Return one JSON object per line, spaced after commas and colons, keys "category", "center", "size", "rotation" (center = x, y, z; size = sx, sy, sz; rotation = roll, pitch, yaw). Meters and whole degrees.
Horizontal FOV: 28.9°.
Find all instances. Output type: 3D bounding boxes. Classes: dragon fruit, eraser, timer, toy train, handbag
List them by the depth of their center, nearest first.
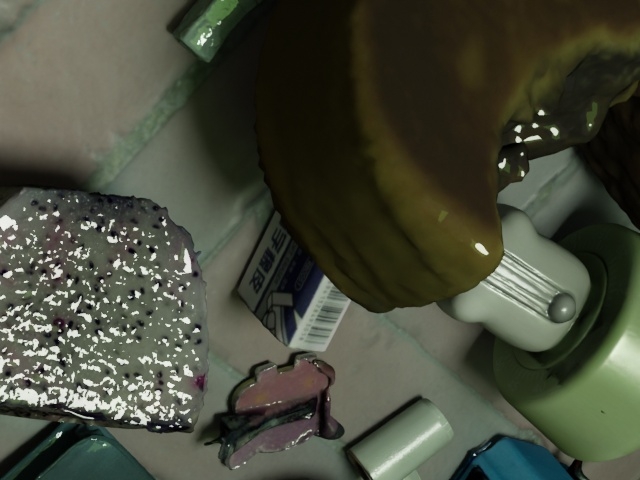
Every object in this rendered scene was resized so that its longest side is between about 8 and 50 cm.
{"category": "dragon fruit", "center": [-0.255, 0.063, 1.164], "size": [0.283, 0.204, 0.221], "rotation": [12, 83, -31]}
{"category": "eraser", "center": [0.000, 0.000, 1.327], "size": [0.068, 0.124, 0.210], "rotation": [13, 111, -38]}
{"category": "handbag", "center": [-0.266, 0.312, 1.390], "size": [0.179, 0.062, 0.229], "rotation": [-43, 134, -13]}
{"category": "timer", "center": [0.266, 0.071, 1.496], "size": [0.315, 0.291, 0.291], "rotation": [32, 101, -19]}
{"category": "toy train", "center": [0.281, 0.441, 1.778], "size": [0.265, 0.188, 0.300], "rotation": [21, 108, -36]}

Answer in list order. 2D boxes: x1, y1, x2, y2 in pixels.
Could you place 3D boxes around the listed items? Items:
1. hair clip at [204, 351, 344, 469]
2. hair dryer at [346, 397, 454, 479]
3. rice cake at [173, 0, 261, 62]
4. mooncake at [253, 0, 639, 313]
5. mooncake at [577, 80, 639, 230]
{"category": "hair clip", "center": [-0.055, 0.208, 1.490], "size": [0.187, 0.056, 0.146], "rotation": [-21, 129, -32]}
{"category": "hair dryer", "center": [0.129, 0.321, 1.672], "size": [0.131, 0.073, 0.236], "rotation": [-34, 135, -11]}
{"category": "rice cake", "center": [-0.042, -0.269, 1.171], "size": [0.245, 0.042, 0.045], "rotation": [-45, 118, 2]}
{"category": "mooncake", "center": [0.139, -0.129, 1.164], "size": [0.394, 0.246, 0.393], "rotation": [5, 76, -31]}
{"category": "mooncake", "center": [0.424, -0.126, 1.392], "size": [0.187, 0.324, 0.324], "rotation": [-35, 133, -8]}
